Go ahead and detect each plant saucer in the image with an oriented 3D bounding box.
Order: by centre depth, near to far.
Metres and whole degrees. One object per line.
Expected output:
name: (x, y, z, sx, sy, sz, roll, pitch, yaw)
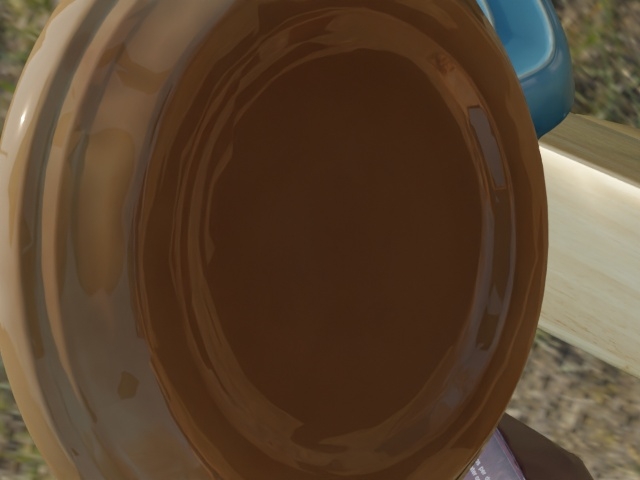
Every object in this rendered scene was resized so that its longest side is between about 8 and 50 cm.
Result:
plant saucer: (0.000, 0.000, 0.543, 0.037, 0.200, 0.200, 4, 80, 48)

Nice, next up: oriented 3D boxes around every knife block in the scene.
knife block: (0.090, -0.021, 0.987, 0.242, 0.276, 0.088, 13, 105, 2)

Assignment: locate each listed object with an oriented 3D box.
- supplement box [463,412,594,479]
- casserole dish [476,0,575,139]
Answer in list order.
supplement box: (0.060, 0.185, 1.039, 0.188, 0.104, 0.081, -45, 38, 14)
casserole dish: (0.042, -0.115, 0.854, 0.114, 0.037, 0.188, -18, 67, -15)
